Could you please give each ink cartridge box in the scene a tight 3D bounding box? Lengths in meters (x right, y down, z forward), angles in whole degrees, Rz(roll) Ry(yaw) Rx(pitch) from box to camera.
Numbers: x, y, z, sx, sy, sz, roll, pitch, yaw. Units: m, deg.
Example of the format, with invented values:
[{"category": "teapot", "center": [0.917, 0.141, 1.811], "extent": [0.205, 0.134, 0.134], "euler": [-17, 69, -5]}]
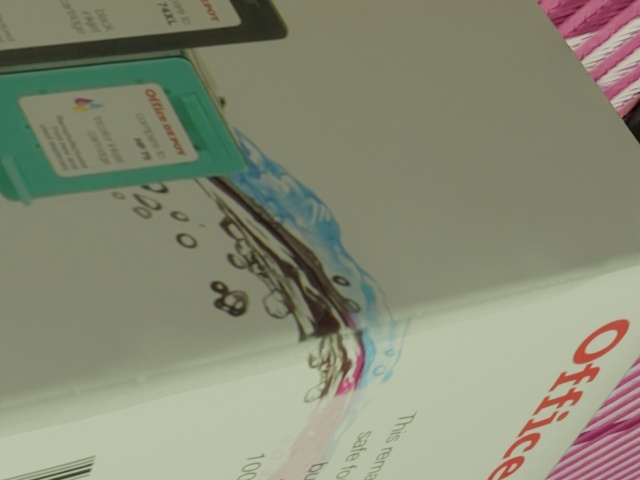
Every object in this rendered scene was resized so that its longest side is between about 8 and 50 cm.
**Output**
[{"category": "ink cartridge box", "center": [-0.081, 0.014, 0.434], "extent": [0.270, 0.197, 0.198], "euler": [-11, 145, -30]}]

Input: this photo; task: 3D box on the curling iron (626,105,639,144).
[{"category": "curling iron", "center": [0.190, -0.053, 1.007], "extent": [0.068, 0.035, 0.274], "euler": [-4, 153, -27]}]
